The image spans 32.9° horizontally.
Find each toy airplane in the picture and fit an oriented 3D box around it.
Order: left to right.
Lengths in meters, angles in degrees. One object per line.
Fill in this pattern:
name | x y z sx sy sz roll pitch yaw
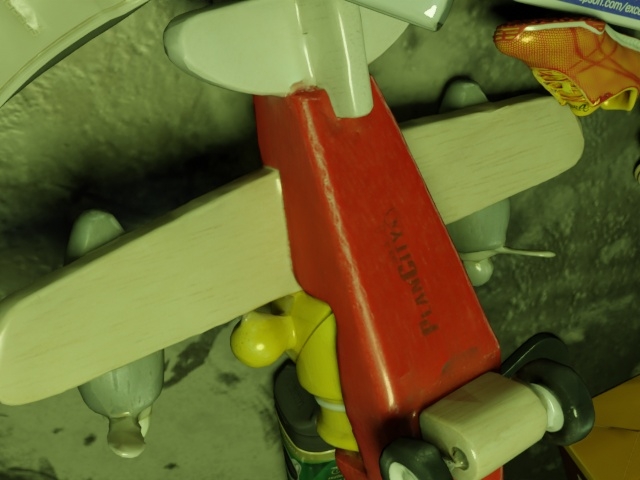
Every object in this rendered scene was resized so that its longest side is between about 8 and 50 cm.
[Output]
toy airplane | 0.000 0.000 0.764 0.386 0.272 0.385 26 70 -21

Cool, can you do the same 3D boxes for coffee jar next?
coffee jar | 0.009 0.193 0.953 0.079 0.096 0.184 -16 124 -13

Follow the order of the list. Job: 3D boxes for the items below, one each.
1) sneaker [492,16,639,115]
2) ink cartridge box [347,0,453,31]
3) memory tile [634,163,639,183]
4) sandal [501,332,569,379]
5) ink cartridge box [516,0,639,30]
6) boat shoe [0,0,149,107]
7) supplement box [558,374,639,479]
sneaker | 0.192 -0.129 0.808 0.175 0.064 0.067 6 93 -42
ink cartridge box | -0.034 -0.315 0.549 0.324 0.071 0.330 21 101 5
memory tile | 0.324 -0.098 0.897 0.113 0.012 0.148 -11 143 0
sandal | 0.167 0.162 1.021 0.067 0.040 0.179 35 104 -32
ink cartridge box | 0.308 -0.295 0.783 0.303 0.072 0.307 8 115 -21
boat shoe | -0.216 -0.148 0.687 0.335 0.095 0.112 -28 122 5
supplement box | 0.361 0.241 1.081 0.191 0.129 0.194 -25 125 -4
